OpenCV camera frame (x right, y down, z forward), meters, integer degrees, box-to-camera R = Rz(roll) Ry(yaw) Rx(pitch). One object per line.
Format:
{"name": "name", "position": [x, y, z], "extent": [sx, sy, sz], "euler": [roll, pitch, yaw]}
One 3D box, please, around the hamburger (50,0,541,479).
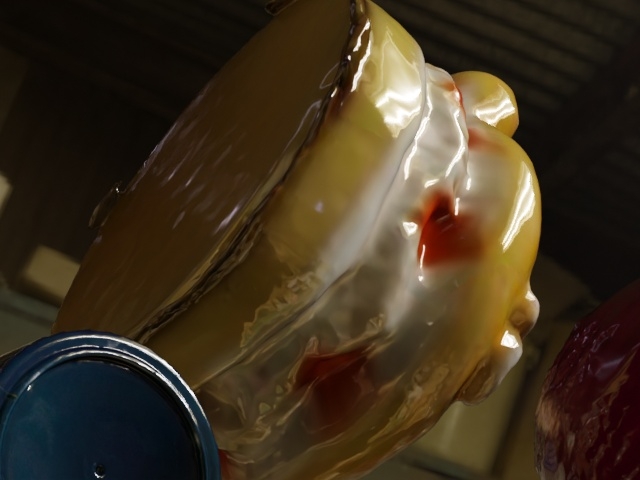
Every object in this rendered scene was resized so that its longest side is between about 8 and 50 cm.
{"name": "hamburger", "position": [0.000, 0.000, 0.772], "extent": [0.186, 0.302, 0.261], "euler": [36, -49, -23]}

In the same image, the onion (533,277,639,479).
{"name": "onion", "position": [0.288, 0.216, 0.908], "extent": [0.398, 0.420, 0.398], "euler": [27, 17, -9]}

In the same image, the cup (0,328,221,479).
{"name": "cup", "position": [-0.133, 0.099, 0.548], "extent": [0.150, 0.113, 0.138], "euler": [15, -28, -35]}
